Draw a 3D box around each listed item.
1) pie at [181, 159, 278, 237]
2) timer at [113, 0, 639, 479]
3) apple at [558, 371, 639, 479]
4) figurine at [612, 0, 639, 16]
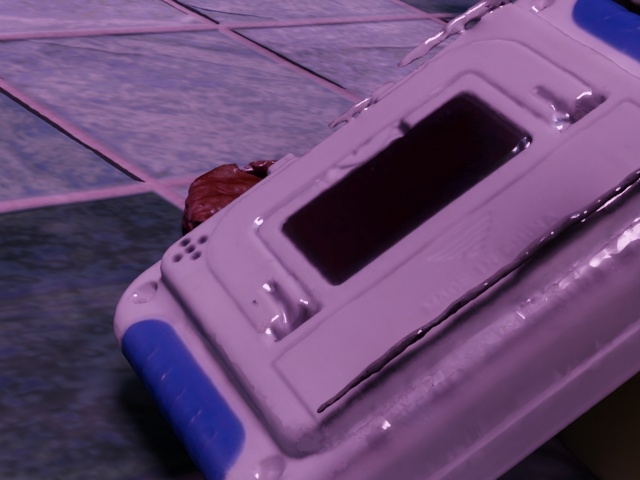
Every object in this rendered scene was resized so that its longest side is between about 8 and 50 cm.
[{"bbox_3d":[0.000,0.000,0.792,0.153,0.038,0.153,11,26,-5],"label":"pie"},{"bbox_3d":[0.047,0.002,0.586,0.253,0.078,0.178,-37,38,-6],"label":"timer"},{"bbox_3d":[0.267,0.027,0.747,0.360,0.312,0.320,-1,66,-12],"label":"apple"},{"bbox_3d":[0.260,-0.220,1.304,0.308,0.143,0.308,24,31,-15],"label":"figurine"}]
